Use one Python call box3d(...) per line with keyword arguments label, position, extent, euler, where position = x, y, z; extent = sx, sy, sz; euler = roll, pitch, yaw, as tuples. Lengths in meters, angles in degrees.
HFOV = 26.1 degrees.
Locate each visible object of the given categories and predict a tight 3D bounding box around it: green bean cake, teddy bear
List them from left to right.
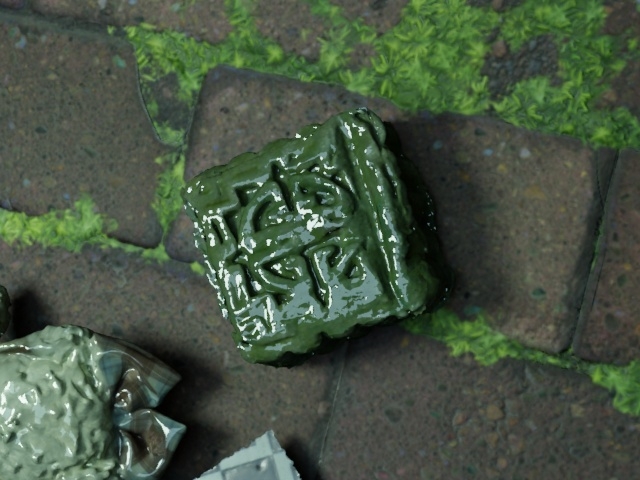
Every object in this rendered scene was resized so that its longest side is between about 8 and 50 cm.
box3d(label="teddy bear", position=(-0.388, 0.211, 1.647), extent=(0.362, 0.375, 0.328), euler=(-1, 83, -24))
box3d(label="green bean cake", position=(0.000, 0.000, 1.528), extent=(0.255, 0.132, 0.241), euler=(-20, 76, 16))

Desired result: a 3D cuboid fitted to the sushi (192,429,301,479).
box3d(label="sushi", position=(-0.092, 0.441, 1.557), extent=(0.320, 0.069, 0.339), euler=(-34, 76, 4))
